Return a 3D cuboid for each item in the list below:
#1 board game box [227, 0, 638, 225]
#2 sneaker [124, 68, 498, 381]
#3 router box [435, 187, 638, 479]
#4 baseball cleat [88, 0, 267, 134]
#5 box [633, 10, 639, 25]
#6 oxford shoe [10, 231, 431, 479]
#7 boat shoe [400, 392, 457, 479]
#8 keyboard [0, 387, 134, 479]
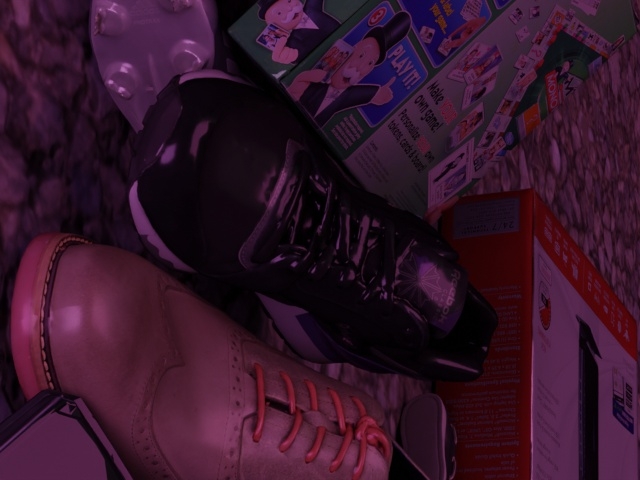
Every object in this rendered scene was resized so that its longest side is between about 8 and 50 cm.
[{"bbox_3d":[0.084,-0.122,0.950,0.046,0.213,0.317,47,0,21],"label":"board game box"},{"bbox_3d":[0.014,-0.002,0.851,0.283,0.124,0.107,39,69,-57],"label":"sneaker"},{"bbox_3d":[0.193,0.159,1.390,0.335,0.082,0.301,41,47,-57],"label":"router box"},{"bbox_3d":[-0.072,-0.087,0.892,0.109,0.072,0.206,-73,157,-53],"label":"baseball cleat"},{"bbox_3d":[0.076,-0.308,1.087,0.318,0.097,0.395,65,15,18],"label":"box"},{"bbox_3d":[-0.032,0.088,0.841,0.348,0.130,0.123,46,44,-54],"label":"oxford shoe"},{"bbox_3d":[0.075,0.169,1.173,0.038,0.046,0.125,57,26,-37],"label":"boat shoe"},{"bbox_3d":[-0.099,0.243,0.698,0.201,0.033,0.317,-42,110,-43],"label":"keyboard"}]
